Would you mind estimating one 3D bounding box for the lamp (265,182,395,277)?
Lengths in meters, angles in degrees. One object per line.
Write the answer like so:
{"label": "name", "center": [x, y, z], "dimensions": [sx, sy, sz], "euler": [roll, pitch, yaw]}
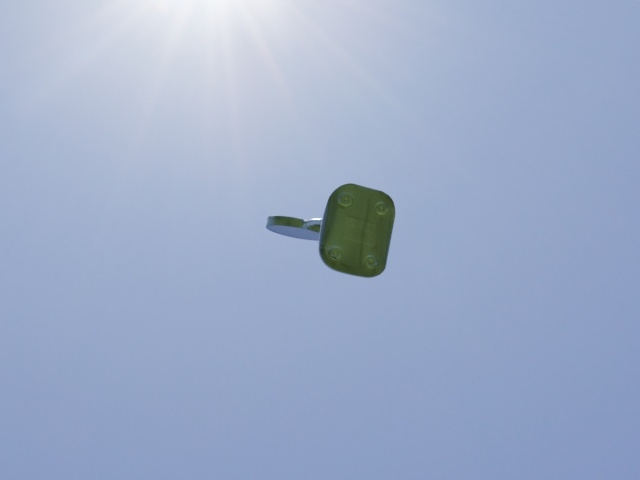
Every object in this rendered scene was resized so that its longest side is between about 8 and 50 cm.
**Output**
{"label": "lamp", "center": [0.000, 0.000, 0.823], "dimensions": [0.050, 0.198, 0.056], "euler": [12, -97, -13]}
